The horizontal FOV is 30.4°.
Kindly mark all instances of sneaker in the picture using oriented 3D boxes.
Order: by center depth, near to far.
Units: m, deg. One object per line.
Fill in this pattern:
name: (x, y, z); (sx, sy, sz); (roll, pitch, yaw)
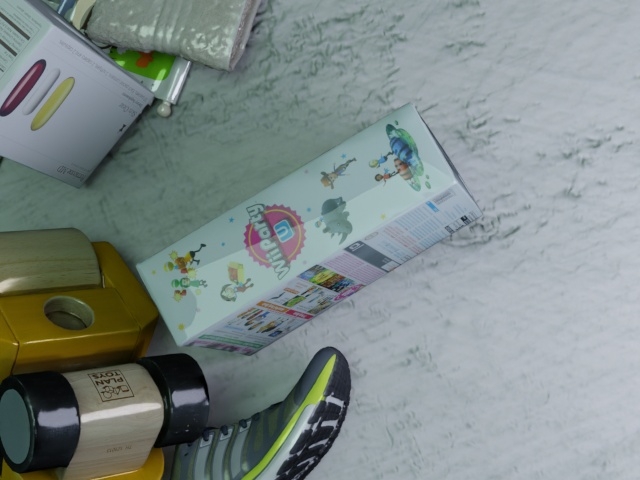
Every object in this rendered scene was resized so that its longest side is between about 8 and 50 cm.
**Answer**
sneaker: (-0.084, 0.224, 1.233); (0.121, 0.111, 0.300); (39, 91, 21)

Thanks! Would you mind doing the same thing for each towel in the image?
towel: (-0.146, -0.339, 1.358); (0.187, 0.049, 0.282); (14, 79, 15)

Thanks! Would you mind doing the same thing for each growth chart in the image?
growth chart: (-0.253, -0.233, 1.395); (0.237, 0.021, 0.171); (10, 84, 15)

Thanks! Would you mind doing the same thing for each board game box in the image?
board game box: (0.000, 0.000, 1.182); (0.303, 0.224, 0.097); (-32, 76, 8)

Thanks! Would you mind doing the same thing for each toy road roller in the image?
toy road roller: (-0.289, 0.163, 1.242); (0.329, 0.203, 0.240); (52, 130, 35)

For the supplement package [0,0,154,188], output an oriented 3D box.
supplement package: (-0.337, -0.191, 1.260); (0.204, 0.262, 0.145); (40, 93, 15)
